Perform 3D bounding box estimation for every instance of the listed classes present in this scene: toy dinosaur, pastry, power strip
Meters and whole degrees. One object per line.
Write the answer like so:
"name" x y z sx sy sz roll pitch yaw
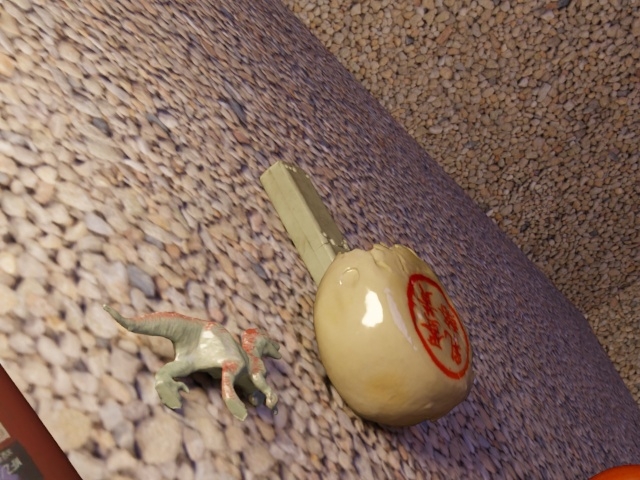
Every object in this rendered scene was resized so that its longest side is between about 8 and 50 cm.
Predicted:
"toy dinosaur" -0.115 0.102 0.700 0.242 0.053 0.167 39 22 -31
"pastry" 0.103 0.125 0.973 0.265 0.133 0.265 39 32 -31
"power strip" 0.000 0.000 1.134 0.093 0.053 0.288 20 37 -58

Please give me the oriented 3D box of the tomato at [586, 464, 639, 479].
"tomato" 0.462 0.476 0.984 0.321 0.321 0.321 43 21 -21

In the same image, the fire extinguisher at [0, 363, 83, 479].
"fire extinguisher" -0.213 0.123 0.374 0.337 0.135 0.114 52 -22 4
